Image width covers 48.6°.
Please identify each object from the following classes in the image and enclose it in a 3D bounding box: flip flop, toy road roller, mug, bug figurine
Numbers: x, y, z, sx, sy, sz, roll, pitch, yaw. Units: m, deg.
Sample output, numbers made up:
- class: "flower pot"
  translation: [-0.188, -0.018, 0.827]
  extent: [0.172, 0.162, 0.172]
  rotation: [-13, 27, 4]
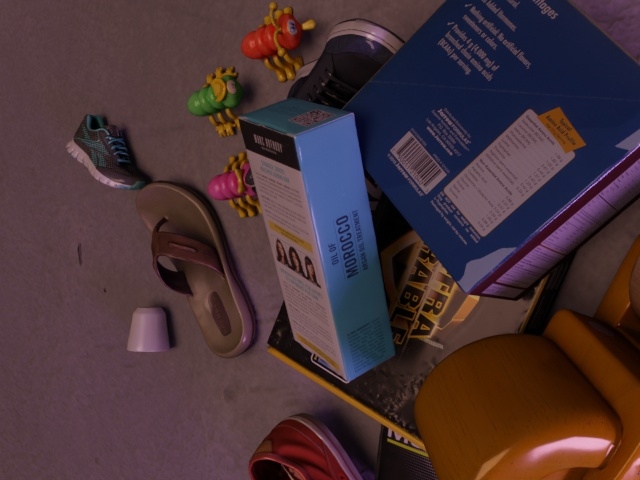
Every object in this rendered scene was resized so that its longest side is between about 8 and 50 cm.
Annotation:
- class: "flip flop"
  translation: [-0.182, 0.038, 0.976]
  extent: [0.112, 0.080, 0.277]
  rotation: [-34, 76, 33]
- class: "toy road roller"
  translation: [0.227, 0.128, 0.565]
  extent: [0.202, 0.241, 0.329]
  rotation: [-110, 41, -67]
- class: "mug"
  translation: [-0.262, 0.131, 1.058]
  extent: [0.078, 0.062, 0.064]
  rotation: [-1, 87, 29]
- class: "bug figurine"
  translation: [-0.073, -0.142, 0.884]
  extent: [0.216, 0.072, 0.278]
  rotation: [-17, 86, 35]

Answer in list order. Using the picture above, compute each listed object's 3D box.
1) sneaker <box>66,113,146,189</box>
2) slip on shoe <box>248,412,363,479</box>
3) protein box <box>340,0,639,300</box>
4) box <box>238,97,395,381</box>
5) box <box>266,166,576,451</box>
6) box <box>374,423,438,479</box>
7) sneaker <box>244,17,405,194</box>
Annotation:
- class: "sneaker"
  translation: [-0.319, -0.135, 1.066]
  extent: [0.166, 0.065, 0.076]
  rotation: [35, 110, 25]
- class: "slip on shoe"
  translation: [0.035, 0.350, 0.802]
  extent: [0.331, 0.101, 0.123]
  rotation: [50, 130, 18]
- class: "protein box"
  translation: [0.159, -0.090, 0.597]
  extent: [0.201, 0.136, 0.199]
  rotation: [-44, 64, 19]
- class: "box"
  translation: [0.000, 0.000, 0.646]
  extent: [0.101, 0.060, 0.244]
  rotation: [29, 137, 52]
- class: "box"
  translation: [0.110, 0.028, 0.743]
  extent: [0.257, 0.079, 0.321]
  rotation: [28, 101, 32]
- class: "box"
  translation: [0.156, 0.232, 0.783]
  extent: [0.191, 0.045, 0.184]
  rotation: [13, 104, 33]
- class: "sneaker"
  translation: [0.003, -0.110, 0.694]
  extent: [0.163, 0.086, 0.226]
  rotation: [-66, 14, -12]
